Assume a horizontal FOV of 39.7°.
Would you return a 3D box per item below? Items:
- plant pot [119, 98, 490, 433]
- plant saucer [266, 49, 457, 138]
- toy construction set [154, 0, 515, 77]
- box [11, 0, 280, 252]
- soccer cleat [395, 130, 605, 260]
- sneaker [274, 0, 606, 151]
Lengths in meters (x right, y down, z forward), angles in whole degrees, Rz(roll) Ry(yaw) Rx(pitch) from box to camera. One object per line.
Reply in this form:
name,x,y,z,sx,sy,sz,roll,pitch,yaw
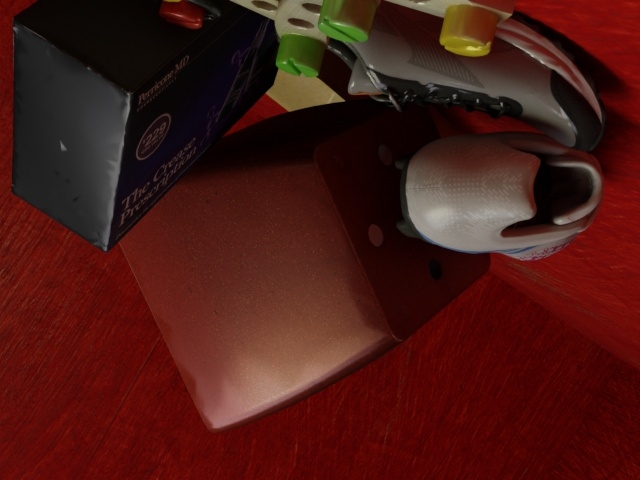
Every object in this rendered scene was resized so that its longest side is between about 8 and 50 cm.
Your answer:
plant pot,0.000,0.000,0.859,0.236,0.267,0.267,-17,100,44
plant saucer,0.012,-0.198,1.112,0.333,0.081,0.333,32,180,44
toy construction set,-0.065,-0.198,0.482,0.328,0.151,0.215,33,167,-31
box,-0.120,-0.145,0.703,0.103,0.261,0.184,31,141,8
soccer cleat,0.202,-0.035,0.788,0.143,0.116,0.331,-1,-178,38
sneaker,0.090,-0.135,0.679,0.272,0.108,0.100,29,177,2
